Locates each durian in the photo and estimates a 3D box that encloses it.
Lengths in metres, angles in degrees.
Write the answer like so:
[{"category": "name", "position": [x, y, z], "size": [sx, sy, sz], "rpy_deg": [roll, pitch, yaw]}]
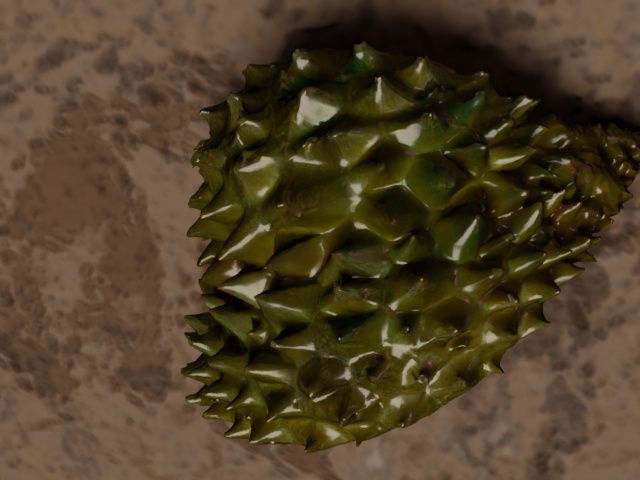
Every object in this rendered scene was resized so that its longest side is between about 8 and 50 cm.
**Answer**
[{"category": "durian", "position": [-0.002, -0.003, 0.653], "size": [0.187, 0.119, 0.108], "rpy_deg": [-20, 119, 37]}]
